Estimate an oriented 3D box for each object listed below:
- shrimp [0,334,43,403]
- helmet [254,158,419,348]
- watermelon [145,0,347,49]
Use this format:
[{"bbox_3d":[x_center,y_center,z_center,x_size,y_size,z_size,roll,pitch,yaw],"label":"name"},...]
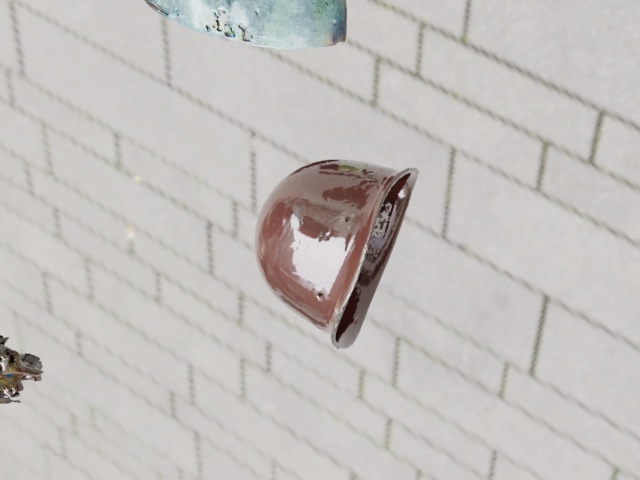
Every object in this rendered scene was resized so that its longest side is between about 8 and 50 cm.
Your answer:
[{"bbox_3d":[-0.358,0.049,1.407,0.290,0.222,0.054,29,176,-43],"label":"shrimp"},{"bbox_3d":[0.000,0.000,1.151,0.106,0.175,0.155,20,109,6],"label":"helmet"},{"bbox_3d":[-0.110,-0.361,1.723,0.322,0.188,0.175,43,140,40],"label":"watermelon"}]
